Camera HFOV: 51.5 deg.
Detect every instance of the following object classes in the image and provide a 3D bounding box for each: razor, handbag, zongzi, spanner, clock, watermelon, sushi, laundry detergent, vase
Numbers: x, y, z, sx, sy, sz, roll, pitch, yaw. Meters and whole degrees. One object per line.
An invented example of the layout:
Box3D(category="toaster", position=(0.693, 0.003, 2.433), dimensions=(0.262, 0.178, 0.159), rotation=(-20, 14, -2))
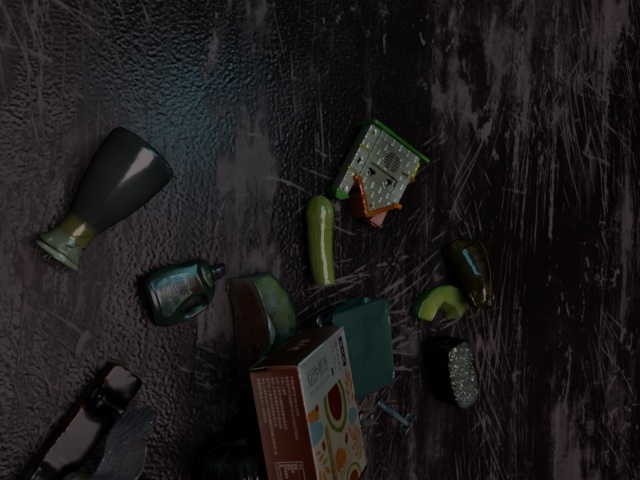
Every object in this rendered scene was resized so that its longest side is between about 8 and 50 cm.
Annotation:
Box3D(category="razor", position=(0.217, 0.517, 1.984), dimensions=(0.135, 0.040, 0.068), rotation=(39, 70, -17))
Box3D(category="handbag", position=(0.090, 0.299, 1.844), dimensions=(0.274, 0.100, 0.269), rotation=(-17, 103, -48))
Box3D(category="zongzi", position=(0.524, 0.102, 2.091), dimensions=(0.241, 0.111, 0.248), rotation=(-7, 67, -35))
Box3D(category="spanner", position=(0.083, 0.607, 1.911), dimensions=(0.054, 0.015, 0.255), rotation=(39, 71, -26))
Box3D(category="clock", position=(0.158, -0.182, 1.924), dimensions=(0.219, 0.106, 0.255), rotation=(33, 78, -24))
Box3D(category="watermelon", position=(-0.149, 0.239, 1.718), dimensions=(0.180, 0.224, 0.305), rotation=(-2, 94, 14))
Box3D(category="sushi", position=(0.402, 0.403, 2.037), dimensions=(0.124, 0.127, 0.225), rotation=(-23, 109, -29))
Box3D(category="laundry detergent", position=(-0.327, 0.120, 1.646), dimensions=(0.221, 0.078, 0.144), rotation=(-20, 101, -31))
Box3D(category="vase", position=(-0.496, -0.087, 1.503), dimensions=(0.173, 0.173, 0.321), rotation=(43, 74, -23))

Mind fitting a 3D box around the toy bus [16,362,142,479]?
Box3D(category="toy bus", position=(-0.563, 0.461, 1.489), dimensions=(0.093, 0.092, 0.409), rotation=(45, 68, -24))

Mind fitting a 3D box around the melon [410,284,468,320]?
Box3D(category="melon", position=(0.372, 0.197, 2.062), dimensions=(0.209, 0.064, 0.118), rotation=(12, 82, -32))

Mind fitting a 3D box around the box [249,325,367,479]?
Box3D(category="box", position=(-0.016, 0.433, 1.565), dimensions=(0.344, 0.122, 0.386), rotation=(-22, 103, -71))

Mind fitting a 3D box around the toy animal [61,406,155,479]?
Box3D(category="toy animal", position=(-0.390, 0.555, 1.424), dimensions=(0.302, 0.284, 0.225), rotation=(-17, 123, -52))

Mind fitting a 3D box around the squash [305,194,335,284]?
Box3D(category="squash", position=(0.000, 0.000, 1.831), dimensions=(0.083, 0.083, 0.250), rotation=(-3, 90, -30))

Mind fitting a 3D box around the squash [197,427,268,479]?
Box3D(category="squash", position=(-0.175, 0.562, 1.622), dimensions=(0.252, 0.252, 0.165), rotation=(-10, 98, -30))
